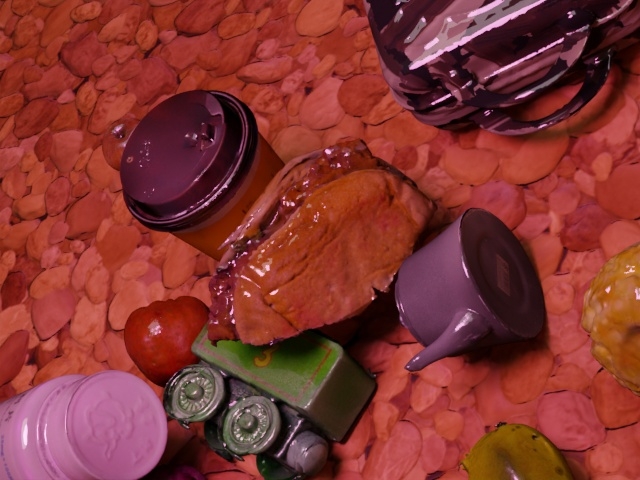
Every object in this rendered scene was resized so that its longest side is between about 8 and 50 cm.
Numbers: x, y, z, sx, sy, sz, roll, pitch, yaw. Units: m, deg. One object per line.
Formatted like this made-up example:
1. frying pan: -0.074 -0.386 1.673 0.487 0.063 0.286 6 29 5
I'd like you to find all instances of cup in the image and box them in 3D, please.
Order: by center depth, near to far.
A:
1. cup: -0.115 -0.056 1.658 0.196 0.280 0.196 -17 55 25

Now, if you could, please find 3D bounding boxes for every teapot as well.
1. teapot: 0.154 0.061 1.502 0.149 0.162 0.239 -30 23 31

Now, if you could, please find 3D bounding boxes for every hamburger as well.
1. hamburger: 0.000 0.000 1.546 0.155 0.282 0.245 15 104 63

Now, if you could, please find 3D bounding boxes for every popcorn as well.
1. popcorn: 0.377 0.076 1.320 0.212 0.198 0.198 -26 45 -16

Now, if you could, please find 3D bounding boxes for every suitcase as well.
1. suitcase: 0.234 -0.285 1.622 0.352 0.194 0.339 -26 57 21

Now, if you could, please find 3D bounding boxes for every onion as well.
1. onion: -0.182 0.332 1.596 0.115 0.104 0.115 4 51 -5

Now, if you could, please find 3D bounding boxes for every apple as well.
1. apple: -0.291 -0.144 1.982 0.084 0.071 0.084 -12 59 20

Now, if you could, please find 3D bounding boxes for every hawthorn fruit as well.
1. hawthorn fruit: -0.188 0.135 1.708 0.140 0.125 0.125 44 92 10

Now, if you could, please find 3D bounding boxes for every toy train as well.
1. toy train: -0.067 0.182 1.582 0.243 0.132 0.188 21 71 39

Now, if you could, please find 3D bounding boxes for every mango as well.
1. mango: 0.215 0.274 1.348 0.119 0.100 0.178 -56 43 45

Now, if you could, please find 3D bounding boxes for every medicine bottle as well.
1. medicine bottle: -0.322 0.258 1.627 0.293 0.170 0.170 -25 48 49
